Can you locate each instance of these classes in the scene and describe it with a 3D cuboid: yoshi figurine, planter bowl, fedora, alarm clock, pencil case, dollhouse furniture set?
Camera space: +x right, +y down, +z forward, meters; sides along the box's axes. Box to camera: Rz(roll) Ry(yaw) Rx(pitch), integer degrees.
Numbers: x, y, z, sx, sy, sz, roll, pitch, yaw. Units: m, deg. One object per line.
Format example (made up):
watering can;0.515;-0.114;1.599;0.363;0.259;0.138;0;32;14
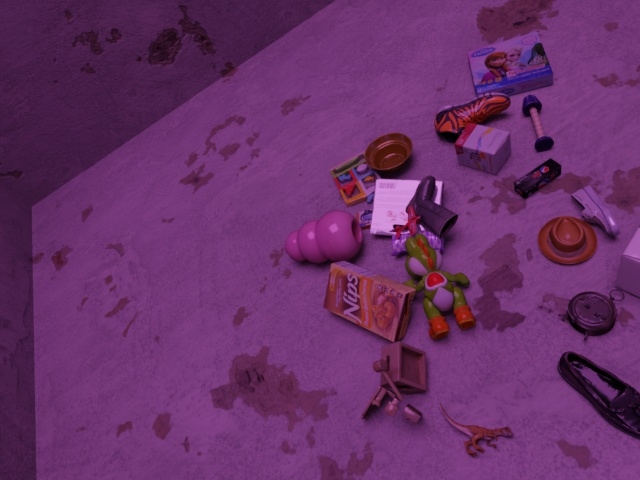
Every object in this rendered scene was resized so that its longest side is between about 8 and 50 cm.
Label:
yoshi figurine;0.397;0.154;1.599;0.203;0.203;0.363;-47;53;45
planter bowl;0.312;-0.371;2.029;0.217;0.090;0.217;-13;53;18
fedora;0.831;-0.018;1.535;0.194;0.079;0.195;-13;52;17
alarm clock;0.840;0.208;1.385;0.192;0.064;0.129;-33;49;-3
pencil case;0.373;0.012;1.734;0.205;0.086;0.088;-5;66;25
dollhouse furniture set;0.215;0.545;1.411;0.151;0.144;0.123;32;84;19

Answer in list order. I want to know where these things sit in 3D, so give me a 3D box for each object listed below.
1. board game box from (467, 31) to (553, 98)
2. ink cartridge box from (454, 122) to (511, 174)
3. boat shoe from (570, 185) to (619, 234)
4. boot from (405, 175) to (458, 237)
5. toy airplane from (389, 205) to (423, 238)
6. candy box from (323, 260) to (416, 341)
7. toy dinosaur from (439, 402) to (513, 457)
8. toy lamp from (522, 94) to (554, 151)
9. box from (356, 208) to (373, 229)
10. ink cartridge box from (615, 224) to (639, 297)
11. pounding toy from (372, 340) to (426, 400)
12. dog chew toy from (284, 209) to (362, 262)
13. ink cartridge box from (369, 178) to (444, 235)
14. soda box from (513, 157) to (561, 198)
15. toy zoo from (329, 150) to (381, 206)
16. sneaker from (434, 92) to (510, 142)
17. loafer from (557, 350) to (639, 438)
board game box;0.855;-0.791;2.081;0.318;0.066;0.318;-11;53;19
ink cartridge box;0.657;-0.370;1.837;0.176;0.128;0.127;26;71;37
boat shoe;0.930;-0.092;1.551;0.075;0.083;0.226;-25;37;21
boot;0.430;-0.131;1.700;0.190;0.076;0.208;-64;33;9
toy airplane;0.326;-0.057;1.715;0.151;0.028;0.151;-33;35;27
candy box;0.168;0.210;1.631;0.316;0.087;0.183;20;107;34
toy dinosaur;0.446;0.564;1.333;0.211;0.064;0.112;7;42;19
toy lamp;0.875;-0.486;1.847;0.080;0.080;0.275;-11;52;19
box;0.219;-0.095;1.920;0.136;0.028;0.081;-14;52;19
ink cartridge box;1.003;0.010;1.348;0.117;0.207;0.283;28;72;38
pounding toy;0.229;0.418;1.430;0.094;0.206;0.181;-32;41;45
dog chew toy;0.000;0.000;1.855;0.331;0.206;0.207;-14;52;26
ink cartridge box;0.348;-0.127;1.844;0.274;0.060;0.239;5;80;21
soda box;0.816;-0.233;1.712;0.168;0.053;0.060;-34;50;1
toy zoo;0.170;-0.270;2.066;0.192;0.030;0.293;-27;49;6
sneaker;0.652;-0.510;1.960;0.320;0.124;0.180;-11;57;32
loafer;0.787;0.418;1.236;0.109;0.095;0.302;-43;50;-7
